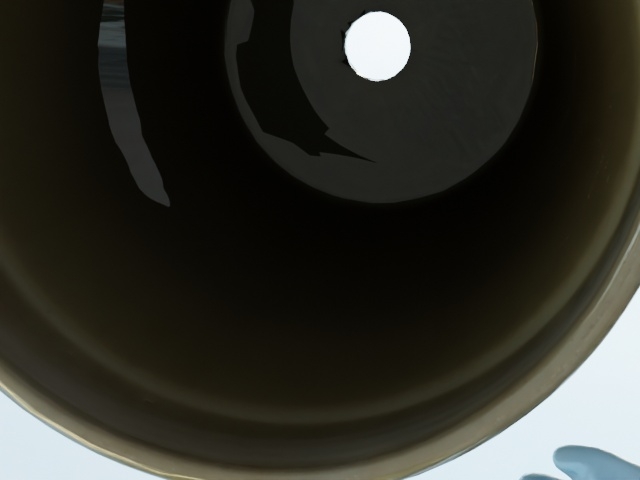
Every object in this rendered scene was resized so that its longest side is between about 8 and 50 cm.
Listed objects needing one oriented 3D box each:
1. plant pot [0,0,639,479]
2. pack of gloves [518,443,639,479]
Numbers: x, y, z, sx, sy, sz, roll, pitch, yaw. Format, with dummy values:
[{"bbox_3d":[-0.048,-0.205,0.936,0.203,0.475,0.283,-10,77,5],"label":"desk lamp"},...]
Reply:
[{"bbox_3d":[0.004,-0.082,0.660,0.323,0.323,0.280,46,-163,3],"label":"plant pot"},{"bbox_3d":[0.071,0.163,0.466,0.046,0.232,0.195,27,-94,-18],"label":"pack of gloves"}]
